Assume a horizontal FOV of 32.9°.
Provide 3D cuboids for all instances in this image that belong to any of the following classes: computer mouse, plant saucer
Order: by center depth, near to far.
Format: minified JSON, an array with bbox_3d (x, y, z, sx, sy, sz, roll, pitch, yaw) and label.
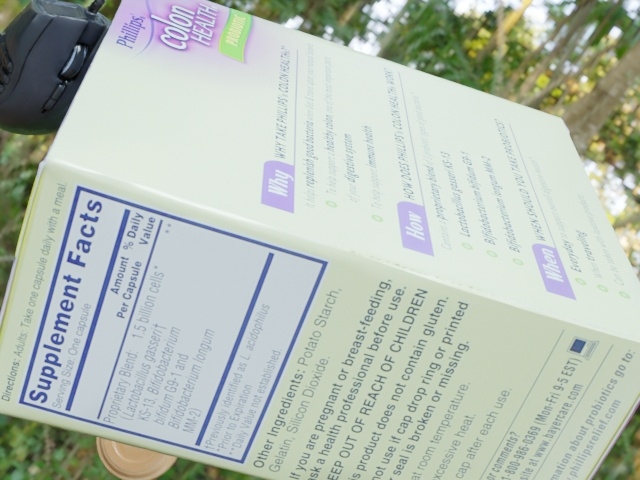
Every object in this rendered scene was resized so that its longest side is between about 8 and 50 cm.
[{"bbox_3d":[-0.108,-0.112,0.551,0.071,0.041,0.242,16,-33,-35],"label":"computer mouse"},{"bbox_3d":[-0.174,0.188,1.034,0.083,0.083,0.013,34,-8,14],"label":"plant saucer"}]

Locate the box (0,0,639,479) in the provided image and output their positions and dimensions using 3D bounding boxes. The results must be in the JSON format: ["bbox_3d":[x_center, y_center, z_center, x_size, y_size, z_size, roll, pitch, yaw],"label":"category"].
[{"bbox_3d":[0.000,0.000,0.497,0.243,0.117,0.213,17,29,-11],"label":"box"}]
